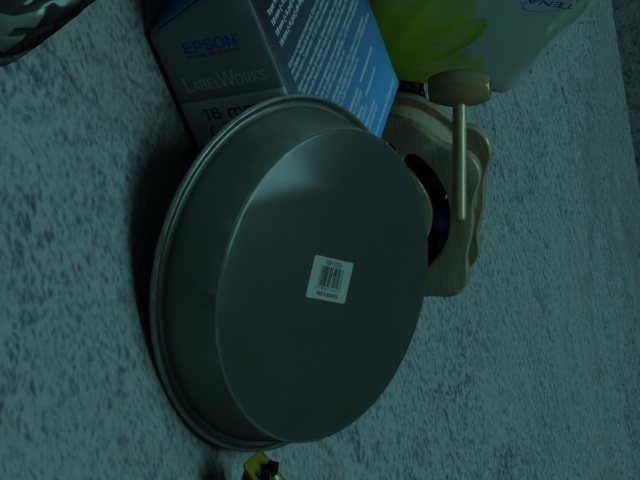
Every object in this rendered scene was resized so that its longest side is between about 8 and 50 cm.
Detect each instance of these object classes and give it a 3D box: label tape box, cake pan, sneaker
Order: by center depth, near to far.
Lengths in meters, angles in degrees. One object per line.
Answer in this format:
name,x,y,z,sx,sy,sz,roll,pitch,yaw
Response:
sneaker,-0.182,-0.201,1.107,0.106,0.101,0.267,52,30,-13
cake pan,-0.012,0.031,1.316,0.293,0.054,0.293,-15,110,-46
label tape box,-0.047,-0.197,1.404,0.240,0.106,0.333,-70,146,-49

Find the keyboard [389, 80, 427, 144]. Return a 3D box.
keyboard,0.109,-0.124,1.891,0.192,0.038,0.100,-78,151,-44

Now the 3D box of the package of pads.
package of pads,0.146,-0.257,1.582,0.296,0.229,0.101,133,-42,-57

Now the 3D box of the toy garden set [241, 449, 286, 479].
toy garden set,-0.009,0.261,1.221,0.244,0.049,0.204,44,19,6

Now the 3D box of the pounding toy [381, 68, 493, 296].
pounding toy,0.084,-0.051,1.670,0.155,0.154,0.269,-58,155,-60
